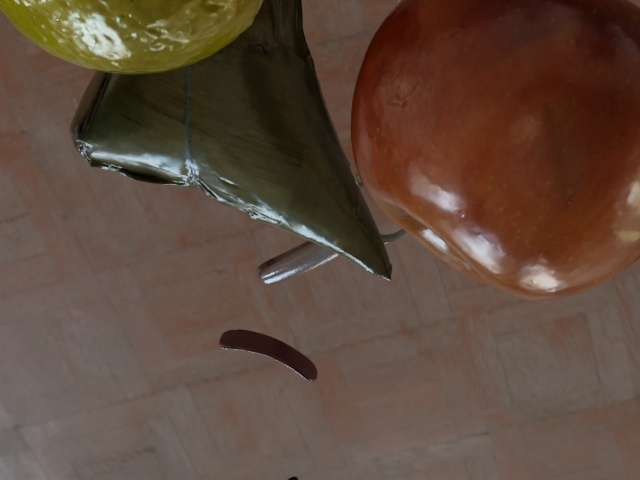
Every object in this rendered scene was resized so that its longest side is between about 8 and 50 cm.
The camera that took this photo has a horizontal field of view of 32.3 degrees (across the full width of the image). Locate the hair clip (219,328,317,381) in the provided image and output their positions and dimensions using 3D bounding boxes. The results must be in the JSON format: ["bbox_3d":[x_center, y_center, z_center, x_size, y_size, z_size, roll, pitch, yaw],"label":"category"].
[{"bbox_3d":[-0.065,0.147,1.447,0.137,0.054,0.022,22,109,-2],"label":"hair clip"}]

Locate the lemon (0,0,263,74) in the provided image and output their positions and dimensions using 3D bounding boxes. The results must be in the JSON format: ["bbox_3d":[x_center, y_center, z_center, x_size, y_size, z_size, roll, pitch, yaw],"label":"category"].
[{"bbox_3d":[-0.163,-0.259,0.910,0.267,0.267,0.267,0,123,0],"label":"lemon"}]

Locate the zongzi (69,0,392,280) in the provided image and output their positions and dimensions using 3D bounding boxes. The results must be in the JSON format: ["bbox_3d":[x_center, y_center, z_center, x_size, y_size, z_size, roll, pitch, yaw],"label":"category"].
[{"bbox_3d":[-0.039,-0.185,1.176,0.392,0.174,0.356,25,111,7],"label":"zongzi"}]

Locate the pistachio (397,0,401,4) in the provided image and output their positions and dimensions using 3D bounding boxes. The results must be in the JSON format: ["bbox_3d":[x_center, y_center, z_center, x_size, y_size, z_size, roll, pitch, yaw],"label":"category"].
[{"bbox_3d":[0.215,-0.328,1.366,0.229,0.230,0.309,25,105,-16],"label":"pistachio"}]

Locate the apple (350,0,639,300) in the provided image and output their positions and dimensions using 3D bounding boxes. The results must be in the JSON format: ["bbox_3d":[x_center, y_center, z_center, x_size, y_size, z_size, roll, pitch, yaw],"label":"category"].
[{"bbox_3d":[0.140,-0.072,0.792,0.251,0.272,0.206,26,89,-16],"label":"apple"}]

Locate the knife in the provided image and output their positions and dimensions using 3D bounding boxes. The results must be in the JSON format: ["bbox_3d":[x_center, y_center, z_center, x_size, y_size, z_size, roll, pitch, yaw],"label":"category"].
[{"bbox_3d":[-0.001,0.001,1.669,0.278,0.053,0.123,-30,112,29],"label":"knife"}]

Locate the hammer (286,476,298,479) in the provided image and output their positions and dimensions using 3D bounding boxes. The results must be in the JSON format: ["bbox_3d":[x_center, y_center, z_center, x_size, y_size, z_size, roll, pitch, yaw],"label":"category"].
[{"bbox_3d":[-0.033,0.161,0.373,0.021,0.178,0.065,20,140,-9],"label":"hammer"}]
